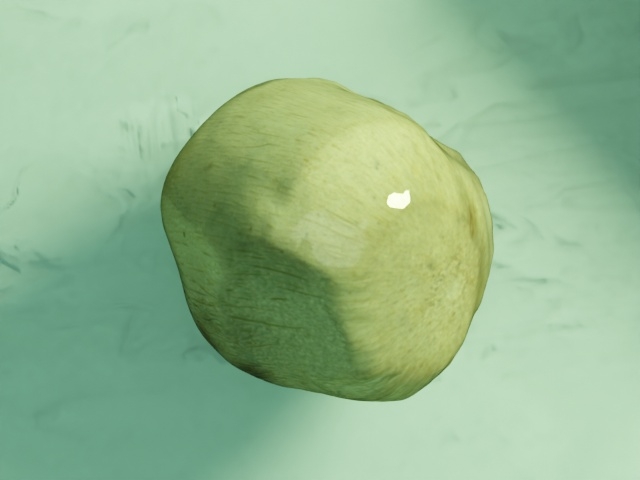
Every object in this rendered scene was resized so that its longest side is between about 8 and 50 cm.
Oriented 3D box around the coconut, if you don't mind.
[{"bbox_3d":[0.000,0.000,1.002,0.224,0.224,0.224,0,91,2],"label":"coconut"}]
